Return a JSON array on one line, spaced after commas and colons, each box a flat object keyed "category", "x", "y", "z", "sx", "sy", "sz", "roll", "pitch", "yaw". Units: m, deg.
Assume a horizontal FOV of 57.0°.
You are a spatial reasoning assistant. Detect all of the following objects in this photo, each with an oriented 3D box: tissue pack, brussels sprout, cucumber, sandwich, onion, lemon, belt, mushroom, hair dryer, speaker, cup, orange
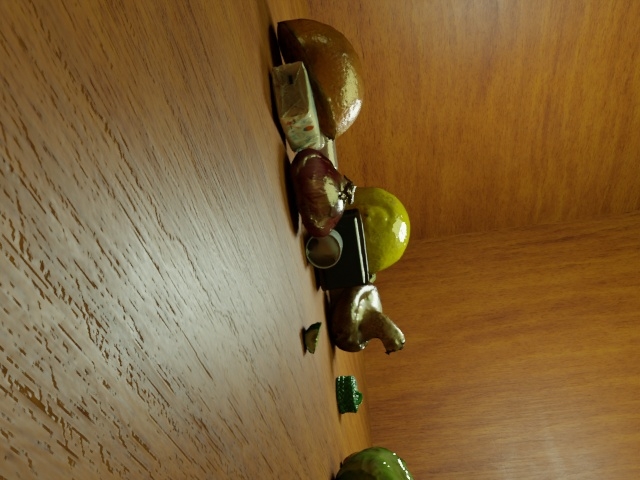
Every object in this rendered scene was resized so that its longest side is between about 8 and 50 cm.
[{"category": "tissue pack", "x": -0.059, "y": -0.326, "z": 1.467, "sx": 0.196, "sy": 0.092, "sz": 0.148, "roll": 63, "pitch": 17, "yaw": -72}, {"category": "brussels sprout", "x": 0.156, "y": 0.661, "z": 1.520, "sx": 0.271, "sy": 0.210, "sz": 0.219, "roll": 24, "pitch": -55, "yaw": 52}, {"category": "cucumber", "x": -0.019, "y": 0.225, "z": 1.405, "sx": 0.107, "sy": 0.035, "sz": 0.067, "roll": -16, "pitch": 116, "yaw": -85}, {"category": "sandwich", "x": 0.129, "y": 0.212, "z": 2.178, "sx": 0.117, "sy": 0.187, "sz": 0.144, "roll": 58, "pitch": 19, "yaw": -75}, {"category": "onion", "x": 0.007, "y": -0.129, "z": 1.512, "sx": 0.230, "sy": 0.163, "sz": 0.230, "roll": -16, "pitch": 90, "yaw": -83}, {"category": "lemon", "x": 0.168, "y": -0.035, "z": 2.188, "sx": 0.348, "sy": 0.348, "sz": 0.347, "roll": -8, "pitch": 90, "yaw": -84}, {"category": "belt", "x": 0.099, "y": 0.507, "z": 1.957, "sx": 0.151, "sy": 0.079, "sz": 0.121, "roll": -41, "pitch": 123, "yaw": -84}, {"category": "mushroom", "x": 0.150, "y": 0.259, "z": 2.023, "sx": 0.267, "sy": 0.255, "sz": 0.267, "roll": 180, "pitch": -90, "yaw": -86}, {"category": "hair dryer", "x": -0.032, "y": -0.279, "z": 1.790, "sx": 0.344, "sy": 0.107, "sz": 0.189, "roll": -43, "pitch": 127, "yaw": -72}, {"category": "speaker", "x": 0.061, "y": 0.028, "z": 1.834, "sx": 0.192, "sy": 0.153, "sz": 0.230, "roll": -87, "pitch": 169, "yaw": -84}, {"category": "cup", "x": 0.011, "y": 0.001, "z": 1.668, "sx": 0.133, "sy": 0.099, "sz": 0.136, "roll": -55, "pitch": 140, "yaw": -81}, {"category": "orange", "x": -0.014, "y": -0.447, "z": 1.594, "sx": 0.274, "sy": 0.310, "sz": 0.274, "roll": -58, "pitch": -176, "yaw": 6}]

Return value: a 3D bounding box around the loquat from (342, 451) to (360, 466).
[{"category": "loquat", "x": 0.119, "y": 0.696, "z": 1.763, "sx": 0.137, "sy": 0.113, "sz": 0.137, "roll": 24, "pitch": 63, "yaw": -58}]
